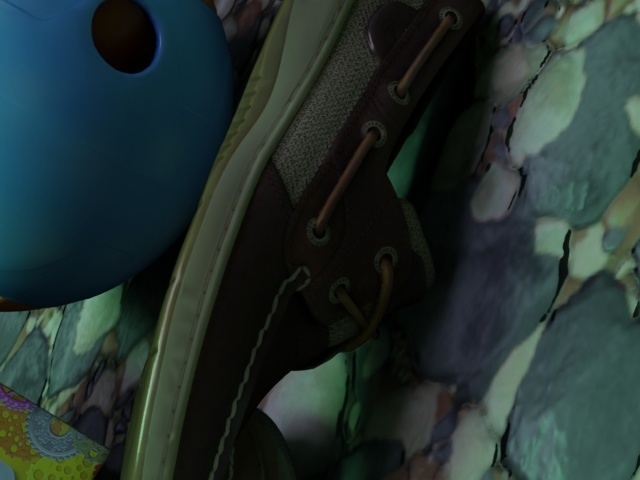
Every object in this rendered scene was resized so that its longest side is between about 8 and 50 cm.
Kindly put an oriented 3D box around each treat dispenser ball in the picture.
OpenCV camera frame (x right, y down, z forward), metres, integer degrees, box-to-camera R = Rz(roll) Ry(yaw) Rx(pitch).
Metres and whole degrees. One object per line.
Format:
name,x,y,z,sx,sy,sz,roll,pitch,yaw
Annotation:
treat dispenser ball,-0.199,-0.097,1.040,0.288,0.288,0.288,-39,38,40

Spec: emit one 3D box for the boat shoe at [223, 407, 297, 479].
boat shoe,-0.102,0.228,0.809,0.123,0.116,0.324,-7,63,57

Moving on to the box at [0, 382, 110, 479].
box,-0.277,0.198,0.921,0.290,0.177,0.279,-59,5,-12

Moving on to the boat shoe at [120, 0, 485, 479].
boat shoe,0.000,0.000,0.804,0.123,0.123,0.342,116,175,-63
